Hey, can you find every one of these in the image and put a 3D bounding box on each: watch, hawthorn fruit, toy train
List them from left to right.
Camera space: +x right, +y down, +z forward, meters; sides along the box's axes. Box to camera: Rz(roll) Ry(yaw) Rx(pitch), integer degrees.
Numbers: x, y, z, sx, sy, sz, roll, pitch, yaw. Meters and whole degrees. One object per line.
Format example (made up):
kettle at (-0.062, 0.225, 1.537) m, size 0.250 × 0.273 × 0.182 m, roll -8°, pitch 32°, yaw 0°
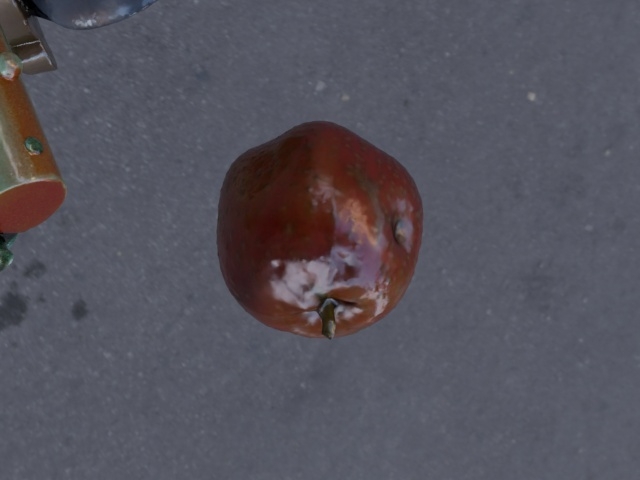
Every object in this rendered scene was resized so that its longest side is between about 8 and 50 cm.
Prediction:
toy train at (-0.327, -0.113, 0.908) m, size 0.177 × 0.286 × 0.116 m, roll -37°, pitch 158°, yaw 29°
watch at (-0.363, -0.458, 1.413) m, size 0.326 × 0.335 × 0.314 m, roll -27°, pitch 142°, yaw -7°
hawthorn fruit at (0.000, 0.000, 1.289) m, size 0.275 × 0.300 × 0.275 m, roll -2°, pitch 141°, yaw -1°
